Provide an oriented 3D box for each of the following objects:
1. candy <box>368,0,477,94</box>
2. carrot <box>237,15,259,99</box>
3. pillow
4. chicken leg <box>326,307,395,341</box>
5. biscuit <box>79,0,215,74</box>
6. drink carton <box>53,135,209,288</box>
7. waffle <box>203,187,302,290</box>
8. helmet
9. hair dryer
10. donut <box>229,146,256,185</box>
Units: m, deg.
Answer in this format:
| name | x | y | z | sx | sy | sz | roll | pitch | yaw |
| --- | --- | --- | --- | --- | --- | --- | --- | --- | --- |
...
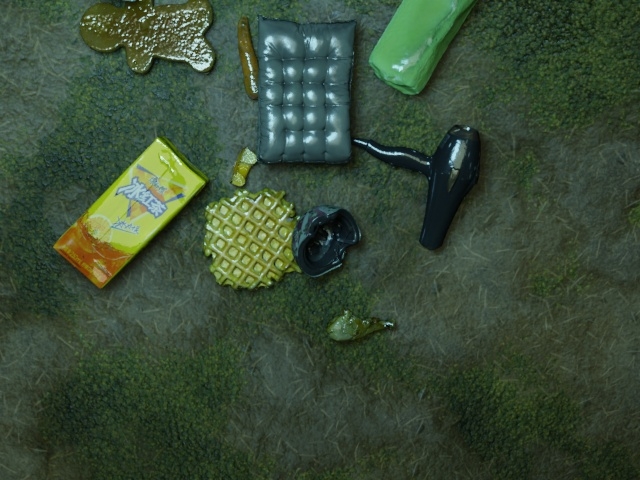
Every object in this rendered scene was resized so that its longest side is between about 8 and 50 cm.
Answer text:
| name | x | y | z | sx | sy | sz | roll | pitch | yaw |
| --- | --- | --- | --- | --- | --- | --- | --- | --- | --- |
| candy | 0.248 | -0.498 | 1.567 | 0.142 | 0.132 | 0.343 | 38 | 96 | 34 |
| carrot | -0.166 | -0.420 | 1.596 | 0.047 | 0.047 | 0.191 | -12 | 95 | -1 |
| pillow | -0.031 | -0.335 | 1.564 | 0.228 | 0.101 | 0.326 | 0 | 94 | -9 |
| chicken leg | 0.100 | 0.206 | 1.712 | 0.178 | 0.070 | 0.093 | 0 | 118 | -11 |
| biscuit | -0.389 | -0.474 | 1.567 | 0.302 | 0.049 | 0.197 | 1 | 91 | -4 |
| drink carton | -0.434 | -0.066 | 1.610 | 0.351 | 0.111 | 0.154 | -45 | 100 | 4 |
| waffle | -0.162 | -0.001 | 1.668 | 0.245 | 0.052 | 0.254 | -8 | 100 | -3 |
| helmet | -0.004 | -0.013 | 1.637 | 0.177 | 0.107 | 0.153 | -47 | 137 | 0 |
| hair dryer | 0.189 | -0.162 | 1.654 | 0.359 | 0.120 | 0.303 | 19 | 113 | 4 |
| donut | -0.181 | -0.170 | 1.629 | 0.038 | 0.067 | 0.083 | 23 | 64 | -24 |
